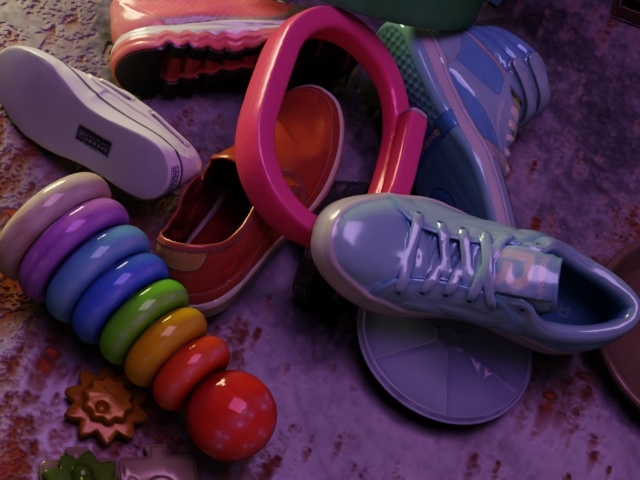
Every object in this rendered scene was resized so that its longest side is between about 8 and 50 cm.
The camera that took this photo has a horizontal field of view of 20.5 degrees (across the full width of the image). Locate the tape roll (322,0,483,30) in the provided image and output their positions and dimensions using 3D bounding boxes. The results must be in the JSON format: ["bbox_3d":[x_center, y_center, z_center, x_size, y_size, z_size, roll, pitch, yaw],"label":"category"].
[{"bbox_3d":[0.043,-0.345,2.061,0.321,0.077,0.321,17,23,-7],"label":"tape roll"}]

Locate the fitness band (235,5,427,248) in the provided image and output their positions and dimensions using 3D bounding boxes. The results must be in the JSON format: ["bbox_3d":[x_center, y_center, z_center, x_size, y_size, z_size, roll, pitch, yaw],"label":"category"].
[{"bbox_3d":[0.013,-0.119,1.900,0.209,0.054,0.290,34,53,-26],"label":"fitness band"}]

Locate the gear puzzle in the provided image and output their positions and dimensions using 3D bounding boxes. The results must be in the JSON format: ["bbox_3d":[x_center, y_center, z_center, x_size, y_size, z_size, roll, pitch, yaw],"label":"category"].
[{"bbox_3d":[-0.180,0.266,1.701,0.175,0.044,0.339,0,58,-18],"label":"gear puzzle"}]

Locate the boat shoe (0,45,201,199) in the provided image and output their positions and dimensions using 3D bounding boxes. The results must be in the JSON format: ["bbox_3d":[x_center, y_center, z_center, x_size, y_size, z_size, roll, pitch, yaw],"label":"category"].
[{"bbox_3d":[-0.242,-0.128,1.918,0.258,0.095,0.084,38,27,17],"label":"boat shoe"}]

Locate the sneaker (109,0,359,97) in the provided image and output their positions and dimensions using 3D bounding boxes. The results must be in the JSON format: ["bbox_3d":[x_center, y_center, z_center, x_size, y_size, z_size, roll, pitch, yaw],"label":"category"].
[{"bbox_3d":[-0.092,-0.251,2.027,0.314,0.116,0.136,-3,58,-20],"label":"sneaker"}]

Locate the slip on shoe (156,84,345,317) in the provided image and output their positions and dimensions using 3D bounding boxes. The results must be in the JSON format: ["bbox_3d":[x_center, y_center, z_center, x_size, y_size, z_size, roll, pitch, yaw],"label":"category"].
[{"bbox_3d":[-0.072,-0.062,1.901,0.123,0.101,0.331,16,50,26],"label":"slip on shoe"}]

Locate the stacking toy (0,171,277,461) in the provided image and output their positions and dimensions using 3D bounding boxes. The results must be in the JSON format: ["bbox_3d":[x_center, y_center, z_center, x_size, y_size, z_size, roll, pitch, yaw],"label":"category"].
[{"bbox_3d":[-0.173,0.090,1.759,0.141,0.141,0.330,-34,73,-33],"label":"stacking toy"}]

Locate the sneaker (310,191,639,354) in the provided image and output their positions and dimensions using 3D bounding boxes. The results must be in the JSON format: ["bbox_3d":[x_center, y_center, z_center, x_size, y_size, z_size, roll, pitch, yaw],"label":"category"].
[{"bbox_3d":[0.174,0.025,1.829,0.366,0.150,0.135,14,74,-26],"label":"sneaker"}]

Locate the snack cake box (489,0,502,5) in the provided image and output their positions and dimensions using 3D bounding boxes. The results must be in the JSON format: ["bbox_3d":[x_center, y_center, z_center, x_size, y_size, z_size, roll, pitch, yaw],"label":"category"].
[{"bbox_3d":[0.246,-0.436,2.275,0.152,0.089,0.264,37,54,10],"label":"snack cake box"}]

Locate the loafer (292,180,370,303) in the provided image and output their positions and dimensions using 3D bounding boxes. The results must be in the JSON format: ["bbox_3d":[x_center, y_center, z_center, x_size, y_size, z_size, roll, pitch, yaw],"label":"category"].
[{"bbox_3d":[0.000,0.000,1.935,0.061,0.062,0.170,13,47,18],"label":"loafer"}]

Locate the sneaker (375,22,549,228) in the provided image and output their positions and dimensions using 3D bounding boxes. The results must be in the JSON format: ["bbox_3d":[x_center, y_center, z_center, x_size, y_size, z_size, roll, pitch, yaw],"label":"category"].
[{"bbox_3d":[0.203,-0.121,2.038,0.208,0.127,0.319,-9,71,-34],"label":"sneaker"}]

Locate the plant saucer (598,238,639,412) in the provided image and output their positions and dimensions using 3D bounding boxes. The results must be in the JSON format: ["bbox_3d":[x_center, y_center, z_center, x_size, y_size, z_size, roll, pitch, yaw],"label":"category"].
[{"bbox_3d":[0.431,0.116,2.005,0.278,0.041,0.277,8,57,-13],"label":"plant saucer"}]

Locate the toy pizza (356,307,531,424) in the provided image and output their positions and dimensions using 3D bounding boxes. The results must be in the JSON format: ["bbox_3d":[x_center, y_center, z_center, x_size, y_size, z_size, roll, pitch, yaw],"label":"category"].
[{"bbox_3d":[0.132,0.112,1.913,0.201,0.032,0.201,10,55,-15],"label":"toy pizza"}]

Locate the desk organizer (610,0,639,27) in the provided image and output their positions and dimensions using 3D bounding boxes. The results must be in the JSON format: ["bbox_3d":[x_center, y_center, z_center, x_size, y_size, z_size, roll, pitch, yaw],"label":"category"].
[{"bbox_3d":[0.444,-0.296,2.272,0.130,0.050,0.047,19,54,-6],"label":"desk organizer"}]
